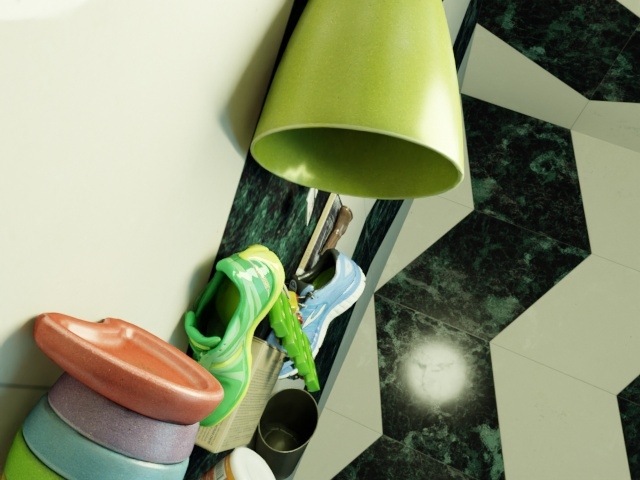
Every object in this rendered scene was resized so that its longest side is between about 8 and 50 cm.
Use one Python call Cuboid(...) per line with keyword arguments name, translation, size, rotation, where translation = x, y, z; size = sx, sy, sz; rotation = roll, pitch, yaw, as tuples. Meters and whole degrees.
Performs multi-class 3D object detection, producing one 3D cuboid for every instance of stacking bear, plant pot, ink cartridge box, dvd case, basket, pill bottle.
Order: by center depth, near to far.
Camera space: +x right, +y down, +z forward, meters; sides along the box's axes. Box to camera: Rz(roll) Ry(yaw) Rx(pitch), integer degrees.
Cuboid(name="stacking bear", translation=(-0.225, 0.233, 0.539), size=(0.289, 0.164, 0.175), rotation=(-62, 167, -5))
Cuboid(name="plant pot", translation=(0.067, -0.234, 0.791), size=(0.275, 0.274, 0.293), rotation=(58, 40, -75))
Cuboid(name="pill bottle", translation=(-0.189, 0.476, 1.041), size=(0.216, 0.121, 0.121), rotation=(-40, 170, 7))
Cuboid(name="ink cartridge box", translation=(-0.151, 0.267, 1.061), size=(0.235, 0.088, 0.193), rotation=(67, 45, -73))
Cuboid(name="dvd case", translation=(0.000, 0.000, 1.412), size=(0.164, 0.018, 0.221), rotation=(56, 56, -77))
Cuboid(name="basket", translation=(-0.107, 0.553, 1.636), size=(0.204, 0.154, 0.227), rotation=(-57, 168, -48))

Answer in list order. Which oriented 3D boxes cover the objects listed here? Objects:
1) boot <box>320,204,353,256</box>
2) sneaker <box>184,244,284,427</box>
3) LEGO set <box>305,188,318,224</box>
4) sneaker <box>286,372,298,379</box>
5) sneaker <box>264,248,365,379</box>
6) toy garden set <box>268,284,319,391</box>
Cuboid(name="boot", translation=(0.036, -0.016, 1.423), size=(0.114, 0.037, 0.106), rotation=(-55, 162, -33))
Cuboid(name="sneaker", translation=(-0.153, 0.139, 0.850), size=(0.123, 0.109, 0.295), rotation=(-5, 120, -52))
Cuboid(name="LEGO set", translation=(-0.019, -0.167, 1.021), size=(0.244, 0.060, 0.182), rotation=(95, 9, -58))
Cuboid(name="sneaker", translation=(-0.053, 0.251, 1.532), size=(0.081, 0.080, 0.211), rotation=(-114, -132, -82))
Cuboid(name="sneaker", translation=(-0.047, 0.149, 1.282), size=(0.330, 0.130, 0.147), rotation=(-52, 132, -17))
Cuboid(name="toy garden set", translation=(-0.072, 0.136, 1.073), size=(0.244, 0.049, 0.204), rotation=(69, 5, -47))
